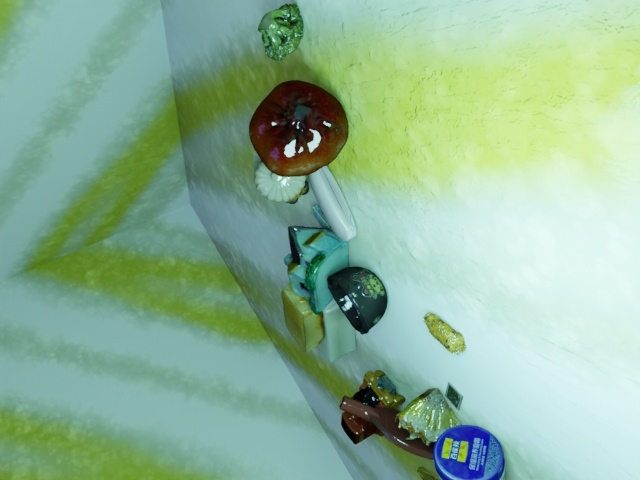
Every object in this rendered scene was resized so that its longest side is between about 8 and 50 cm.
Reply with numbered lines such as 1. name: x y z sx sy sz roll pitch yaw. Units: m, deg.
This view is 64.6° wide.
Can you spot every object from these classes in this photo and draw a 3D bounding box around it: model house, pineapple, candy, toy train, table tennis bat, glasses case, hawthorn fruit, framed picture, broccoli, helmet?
1. model house: -0.053 0.081 1.867 0.249 0.230 0.280 26 144 25
2. pineapple: 0.373 0.595 1.707 0.237 0.186 0.114 22 158 -13
3. candy: 0.035 0.331 2.170 0.208 0.145 0.358 42 149 42
4. toy train: 0.204 0.695 2.079 0.163 0.232 0.369 47 152 35
5. table tennis bat: 0.266 0.662 1.816 0.415 0.051 0.268 23 -174 2
6. glasses case: 0.037 -0.136 1.736 0.296 0.075 0.113 65 162 0
7. hawthorn fruit: -0.072 -0.320 1.503 0.295 0.295 0.311 65 156 -3
8. framed picture: 0.434 0.507 1.648 0.066 0.007 0.089 47 153 38
9. broccoli: -0.112 -0.616 1.481 0.162 0.138 0.145 -35 70 28
10. helmet: 0.143 0.193 1.753 0.230 0.160 0.279 52 169 20

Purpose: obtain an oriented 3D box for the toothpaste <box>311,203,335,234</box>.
1. toothpaste: 0.023 -0.065 1.907 0.164 0.034 0.046 53 153 25

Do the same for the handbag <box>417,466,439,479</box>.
1. handbag: 0.526 0.894 1.721 0.283 0.133 0.401 60 159 -3

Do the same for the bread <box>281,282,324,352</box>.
1. bread: -0.068 0.302 2.042 0.185 0.114 0.274 48 151 40

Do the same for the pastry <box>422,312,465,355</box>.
1. pastry: 0.360 0.271 1.484 0.140 0.056 0.080 35 156 47

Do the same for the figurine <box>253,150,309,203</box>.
1. figurine: -0.115 -0.204 1.786 0.204 0.185 0.332 50 -177 27

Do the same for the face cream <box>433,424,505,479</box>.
1. face cream: 0.449 0.673 1.527 0.206 0.206 0.111 32 143 53
